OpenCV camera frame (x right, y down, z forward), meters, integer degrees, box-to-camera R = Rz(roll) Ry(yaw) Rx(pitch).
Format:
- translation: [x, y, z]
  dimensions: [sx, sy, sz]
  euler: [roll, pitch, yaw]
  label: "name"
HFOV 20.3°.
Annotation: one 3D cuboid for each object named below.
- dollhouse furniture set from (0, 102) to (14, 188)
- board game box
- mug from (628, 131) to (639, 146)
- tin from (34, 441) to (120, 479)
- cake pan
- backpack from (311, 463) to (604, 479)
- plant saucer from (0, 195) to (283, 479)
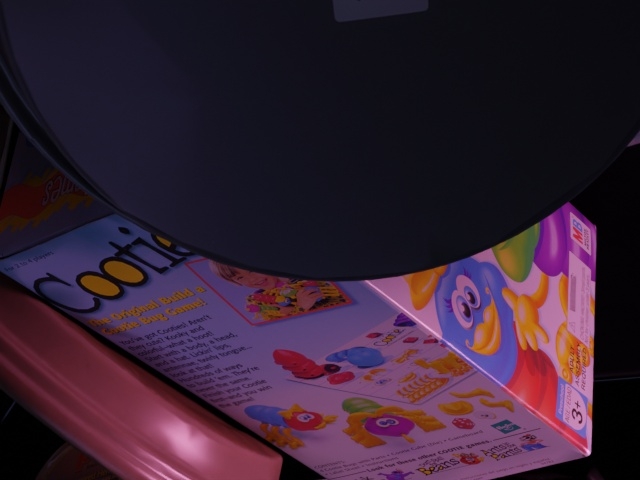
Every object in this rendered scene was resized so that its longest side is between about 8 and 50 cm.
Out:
- translation: [-0.206, -0.075, 0.754]
  dimensions: [0.161, 0.182, 0.101]
  euler: [13, 147, -9]
  label: "dollhouse furniture set"
- translation: [0.000, 0.000, 0.862]
  dimensions: [0.144, 0.142, 0.275]
  euler: [-19, 139, 35]
  label: "board game box"
- translation: [0.126, -0.070, 0.807]
  dimensions: [0.064, 0.062, 0.078]
  euler: [-8, 152, 9]
  label: "mug"
- translation: [-0.131, 0.172, 1.194]
  dimensions: [0.190, 0.106, 0.040]
  euler: [-23, 144, 40]
  label: "tin"
- translation: [0.011, -0.109, 0.637]
  dimensions: [0.293, 0.054, 0.293]
  euler: [-3, 116, -6]
  label: "cake pan"
- translation: [0.046, 0.278, 1.205]
  dimensions: [0.263, 0.276, 0.213]
  euler: [12, 160, 0]
  label: "backpack"
- translation: [-0.121, 0.049, 0.918]
  dimensions: [0.278, 0.041, 0.278]
  euler: [39, -178, -2]
  label: "plant saucer"
